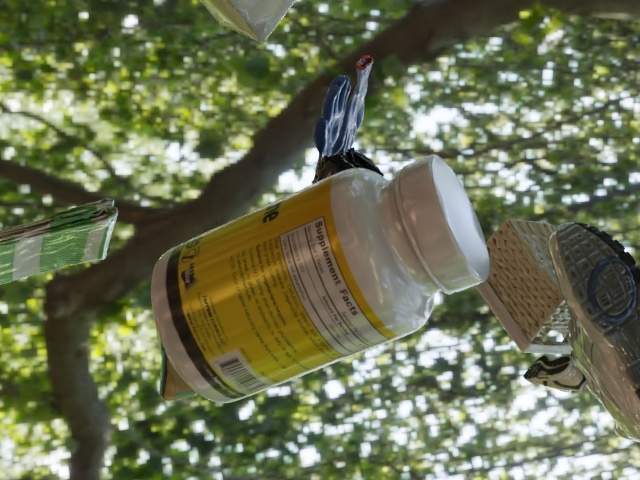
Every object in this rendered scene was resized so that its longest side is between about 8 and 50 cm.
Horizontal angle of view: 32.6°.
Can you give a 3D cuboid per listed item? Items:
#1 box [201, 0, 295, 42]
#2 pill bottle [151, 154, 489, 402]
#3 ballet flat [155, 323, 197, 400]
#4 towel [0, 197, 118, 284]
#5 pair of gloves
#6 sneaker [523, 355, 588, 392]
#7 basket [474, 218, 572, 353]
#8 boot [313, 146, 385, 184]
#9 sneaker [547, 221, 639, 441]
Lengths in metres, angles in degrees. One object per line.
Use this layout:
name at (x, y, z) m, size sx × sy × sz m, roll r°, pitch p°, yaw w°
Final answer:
box at (-0.041, -0.386, 1.327) m, size 0.094 × 0.113 × 0.275 m, roll 31°, pitch -101°, yaw 39°
pill bottle at (0.001, 0.037, 1.174) m, size 0.333 × 0.188 × 0.188 m, roll -23°, pitch -112°, yaw 19°
ballet flat at (-0.257, 0.200, 1.963) m, size 0.232 × 0.073 × 0.080 m, roll -103°, pitch -161°, yaw -49°
towel at (-0.507, 0.029, 1.842) m, size 0.038 × 0.324 × 0.248 m, roll 66°, pitch -23°, yaw 13°
pair of gloves at (0.025, -0.164, 1.493) m, size 0.023 × 0.198 × 0.159 m, roll 20°, pitch -62°, yaw 13°
sneaker at (0.283, 0.167, 1.323) m, size 0.044 × 0.040 × 0.109 m, roll 44°, pitch -13°, yaw -8°
basket at (0.292, 0.059, 1.468) m, size 0.103 × 0.113 × 0.167 m, roll -60°, pitch -137°, yaw 30°
boot at (0.000, 0.000, 1.389) m, size 0.207 × 0.094 × 0.246 m, roll -61°, pitch -175°, yaw 23°
sneaker at (0.345, 0.121, 1.336) m, size 0.129 × 0.111 × 0.297 m, roll -36°, pitch -105°, yaw 61°
